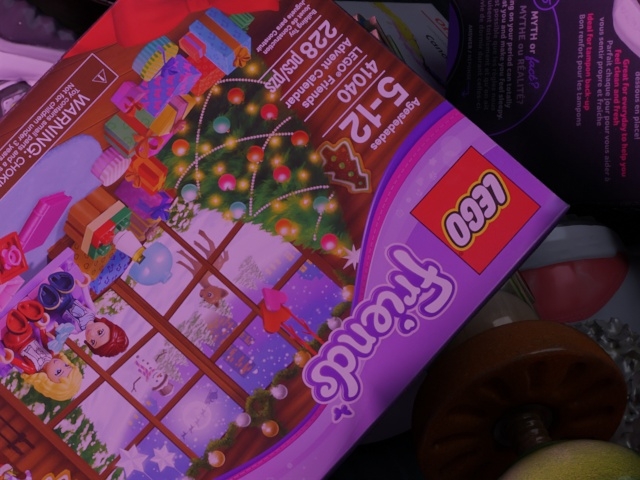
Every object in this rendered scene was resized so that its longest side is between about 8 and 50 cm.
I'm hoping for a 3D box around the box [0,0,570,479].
[{"bbox_3d":[-0.068,0.030,0.718,0.201,0.293,0.057,42,-7,7],"label":"box"}]

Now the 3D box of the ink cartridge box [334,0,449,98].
[{"bbox_3d":[0.059,-0.108,1.205,0.198,0.067,0.115,-8,54,-50],"label":"ink cartridge box"}]

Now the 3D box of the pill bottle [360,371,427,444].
[{"bbox_3d":[0.000,0.000,0.959,0.119,0.119,0.208,11,40,-36],"label":"pill bottle"}]

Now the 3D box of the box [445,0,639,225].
[{"bbox_3d":[0.227,-0.095,1.099,0.143,0.270,0.165,6,85,-49],"label":"box"}]

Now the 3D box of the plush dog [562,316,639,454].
[{"bbox_3d":[0.276,0.111,0.957,0.262,0.225,0.211,57,33,8],"label":"plush dog"}]

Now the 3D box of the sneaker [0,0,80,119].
[{"bbox_3d":[-0.141,-0.016,0.814,0.385,0.147,0.145,27,-15,15],"label":"sneaker"}]

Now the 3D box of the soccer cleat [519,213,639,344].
[{"bbox_3d":[0.207,0.054,1.135,0.318,0.109,0.116,6,72,-52],"label":"soccer cleat"}]

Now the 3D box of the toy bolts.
[{"bbox_3d":[0.147,0.124,0.836,0.218,0.228,0.158,-9,43,-12],"label":"toy bolts"}]

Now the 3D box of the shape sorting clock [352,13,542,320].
[{"bbox_3d":[0.069,-0.032,0.925,0.206,0.040,0.206,54,12,-17],"label":"shape sorting clock"}]

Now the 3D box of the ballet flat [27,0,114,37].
[{"bbox_3d":[-0.162,-0.135,1.029,0.250,0.058,0.084,22,35,-23],"label":"ballet flat"}]
